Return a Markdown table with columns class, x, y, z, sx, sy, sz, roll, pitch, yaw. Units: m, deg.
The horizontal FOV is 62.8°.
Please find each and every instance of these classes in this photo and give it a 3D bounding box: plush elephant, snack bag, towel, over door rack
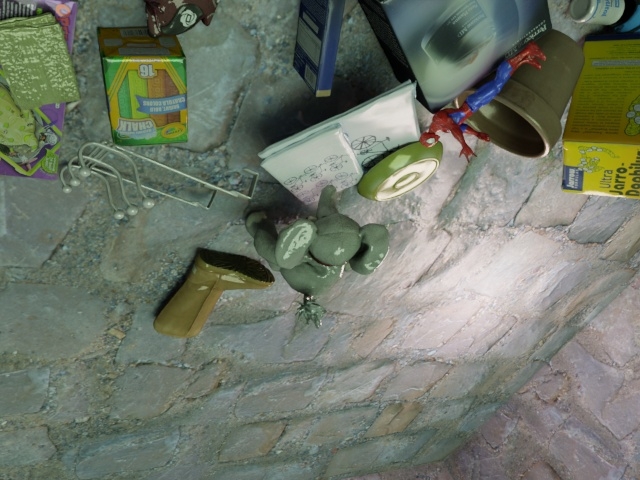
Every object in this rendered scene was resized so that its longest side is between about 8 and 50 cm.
| class | x | y | z | sx | sy | sz | roll | pitch | yaw |
| --- | --- | --- | --- | --- | --- | --- | --- | --- | --- |
| plush elephant | 0.000 | 0.000 | 1.210 | 0.272 | 0.330 | 0.255 | 9 | 137 | -26 |
| snack bag | 0.068 | -0.195 | 1.156 | 0.343 | 0.037 | 0.323 | -24 | 163 | 8 |
| towel | -0.456 | -0.285 | 0.843 | 0.110 | 0.027 | 0.148 | -16 | 136 | -16 |
| over door rack | -0.315 | -0.096 | 1.017 | 0.324 | 0.239 | 0.108 | 8 | 83 | -33 |

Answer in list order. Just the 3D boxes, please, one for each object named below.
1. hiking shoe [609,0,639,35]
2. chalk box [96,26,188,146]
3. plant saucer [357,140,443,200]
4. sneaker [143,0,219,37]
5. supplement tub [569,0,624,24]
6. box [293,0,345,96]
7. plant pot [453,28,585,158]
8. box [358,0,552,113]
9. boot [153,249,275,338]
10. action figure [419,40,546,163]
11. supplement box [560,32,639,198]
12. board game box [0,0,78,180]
| class | x | y | z | sx | sy | sz | roll | pitch | yaw |
| --- | --- | --- | --- | --- | --- | --- | --- | --- | --- |
| hiking shoe | 0.780 | -0.532 | 1.315 | 0.132 | 0.113 | 0.304 | 4 | 144 | 9 |
| chalk box | -0.314 | -0.253 | 0.940 | 0.132 | 0.132 | 0.213 | -10 | 135 | -20 |
| plant saucer | 0.208 | -0.164 | 1.317 | 0.241 | 0.037 | 0.241 | -24 | 163 | -8 |
| sneaker | -0.280 | -0.407 | 0.819 | 0.281 | 0.106 | 0.162 | 7 | 123 | -34 |
| supplement tub | 0.646 | -0.545 | 1.229 | 0.107 | 0.071 | 0.071 | -7 | 134 | -23 |
| box | -0.004 | -0.399 | 0.964 | 0.037 | 0.136 | 0.225 | -10 | 135 | -20 |
| plant pot | 0.479 | -0.358 | 1.218 | 0.229 | 0.263 | 0.263 | -54 | 135 | 1 |
| box | 0.254 | -0.463 | 1.013 | 0.296 | 0.182 | 0.294 | -36 | 139 | 8 |
| boot | -0.284 | 0.155 | 1.402 | 0.236 | 0.089 | 0.269 | 20 | 120 | -29 |
| action figure | 0.339 | -0.256 | 1.062 | 0.280 | 0.139 | 0.091 | -34 | 171 | 13 |
| supplement box | 0.716 | -0.305 | 1.269 | 0.356 | 0.195 | 0.194 | -67 | 148 | -24 |
| board game box | -0.537 | -0.262 | 0.875 | 0.208 | 0.056 | 0.347 | 7 | 128 | -28 |
